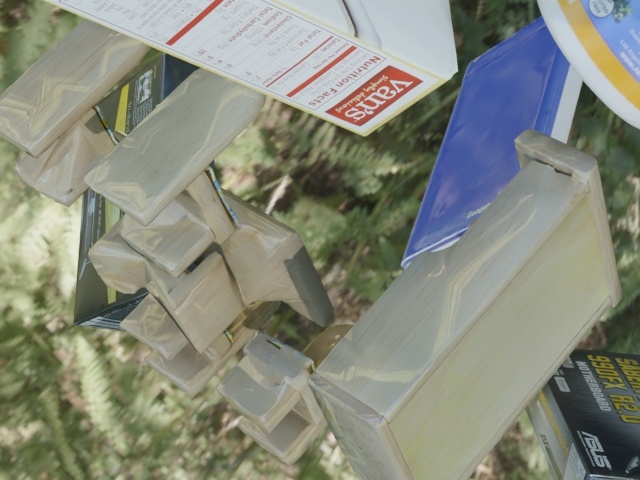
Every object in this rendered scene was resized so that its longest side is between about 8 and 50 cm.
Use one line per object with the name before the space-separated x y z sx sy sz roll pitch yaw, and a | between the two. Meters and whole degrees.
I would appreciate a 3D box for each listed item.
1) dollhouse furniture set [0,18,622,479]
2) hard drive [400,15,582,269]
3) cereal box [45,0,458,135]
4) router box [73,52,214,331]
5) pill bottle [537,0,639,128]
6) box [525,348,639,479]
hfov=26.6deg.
dollhouse furniture set | 0.000 0.000 1.093 0.394 0.256 0.362 30 157 35
hard drive | 0.208 -0.120 1.546 0.040 0.318 0.210 35 144 -20
cereal box | -0.067 -0.146 0.381 0.240 0.173 0.047 19 145 -35
router box | -0.226 -0.055 1.738 0.243 0.081 0.308 -21 63 55
pill bottle | 0.281 -0.198 0.844 0.272 0.152 0.152 -37 96 34
box | 0.279 0.167 1.133 0.183 0.231 0.056 6 111 -5
